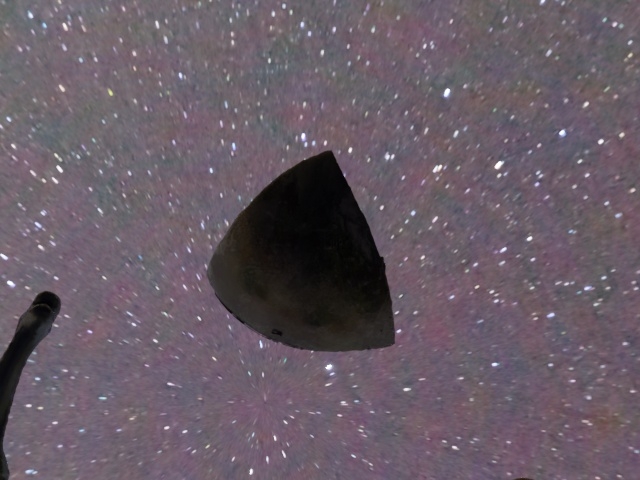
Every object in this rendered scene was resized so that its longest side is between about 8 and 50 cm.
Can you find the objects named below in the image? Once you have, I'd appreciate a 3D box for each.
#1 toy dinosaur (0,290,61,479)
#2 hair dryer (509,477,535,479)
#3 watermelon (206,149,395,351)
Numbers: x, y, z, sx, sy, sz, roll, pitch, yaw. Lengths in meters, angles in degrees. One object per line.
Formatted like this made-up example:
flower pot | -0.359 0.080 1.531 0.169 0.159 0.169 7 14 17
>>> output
toy dinosaur | -0.142 0.110 0.320 0.045 0.080 0.197 24 -84 -21
hair dryer | 0.160 0.275 0.796 0.053 0.195 0.220 -32 -60 23
watermelon | 0.000 0.000 0.337 0.085 0.061 0.085 6 -68 14
